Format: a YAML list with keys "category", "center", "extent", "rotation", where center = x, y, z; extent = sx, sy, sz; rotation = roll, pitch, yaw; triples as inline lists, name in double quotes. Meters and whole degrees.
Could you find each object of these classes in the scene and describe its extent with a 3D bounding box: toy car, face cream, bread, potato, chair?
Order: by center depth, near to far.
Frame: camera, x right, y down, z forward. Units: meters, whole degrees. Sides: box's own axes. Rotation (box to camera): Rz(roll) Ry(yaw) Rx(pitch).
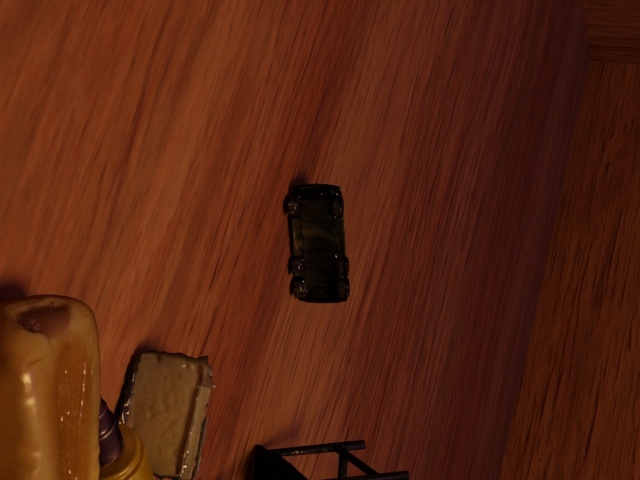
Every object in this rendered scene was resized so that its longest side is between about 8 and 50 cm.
- category: "bread"
  center: [-0.225, 0.194, 0.967]
  extent: [0.142, 0.091, 0.305]
  rotation: [-35, 130, -66]
- category: "face cream"
  center: [-0.184, 0.224, 1.114]
  extent: [0.078, 0.078, 0.273]
  rotation: [-60, 151, -46]
- category: "potato"
  center: [-0.146, 0.168, 1.200]
  extent: [0.061, 0.086, 0.122]
  rotation: [79, 22, -74]
- category: "chair"
  center: [-0.042, 0.331, 1.483]
  extent: [0.260, 0.141, 0.154]
  rotation: [0, 100, -25]
- category: "toy car"
  center: [0.000, 0.000, 1.555]
  extent: [0.062, 0.071, 0.165]
  rotation: [-78, 166, -59]
